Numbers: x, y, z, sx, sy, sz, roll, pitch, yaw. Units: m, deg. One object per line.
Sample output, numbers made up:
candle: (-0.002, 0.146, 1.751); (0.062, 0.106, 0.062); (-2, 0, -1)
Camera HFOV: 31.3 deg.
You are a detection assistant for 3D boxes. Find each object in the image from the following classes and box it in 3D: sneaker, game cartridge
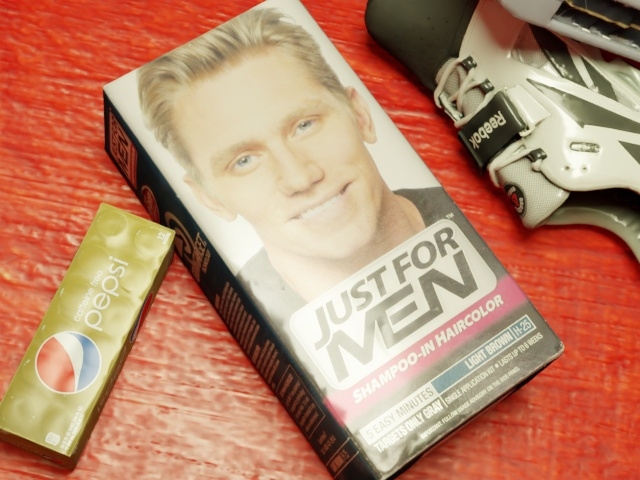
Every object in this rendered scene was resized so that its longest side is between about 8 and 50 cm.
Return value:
sneaker: (0.167, -0.093, 0.909); (0.330, 0.122, 0.146); (29, 65, 4)
game cartridge: (0.204, -0.223, 0.913); (0.294, 0.060, 0.196); (9, 43, -38)

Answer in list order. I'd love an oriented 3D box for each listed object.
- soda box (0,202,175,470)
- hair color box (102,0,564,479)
soda box: (-0.168, 0.068, 0.828); (0.061, 0.058, 0.181); (22, 67, 0)
hair color box: (0.000, 0.000, 0.856); (0.174, 0.105, 0.347); (-32, 76, -19)
